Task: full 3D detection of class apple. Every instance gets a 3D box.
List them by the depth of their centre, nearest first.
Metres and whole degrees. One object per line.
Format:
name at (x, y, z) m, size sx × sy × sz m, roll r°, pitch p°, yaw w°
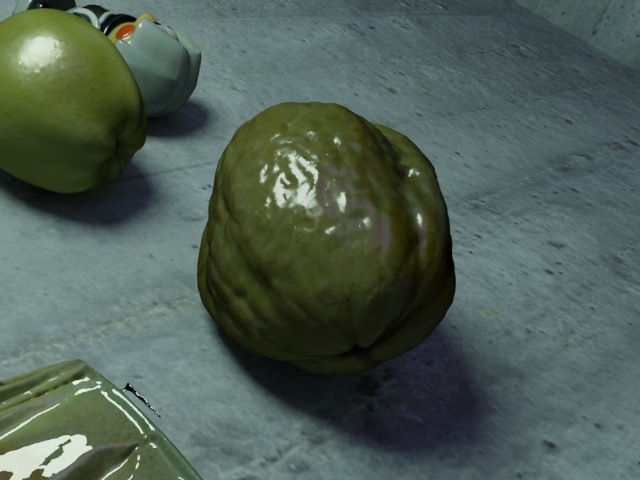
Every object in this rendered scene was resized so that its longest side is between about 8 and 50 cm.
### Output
apple at (-0.287, -0.148, 0.824) m, size 0.199 × 0.200 × 0.200 m, roll 15°, pitch 34°, yaw -10°

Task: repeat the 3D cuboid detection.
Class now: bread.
bread at (-0.136, 0.189, 0.405) m, size 0.109 × 0.210 × 0.192 m, roll -23°, pitch 54°, yaw -42°

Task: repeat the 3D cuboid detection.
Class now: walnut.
walnut at (0.000, 0.000, 0.737) m, size 0.227 × 0.282 × 0.283 m, roll 52°, pitch 6°, yaw -47°

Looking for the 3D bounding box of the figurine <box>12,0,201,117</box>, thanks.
figurine at (-0.276, -0.252, 1.023) m, size 0.236 × 0.133 × 0.176 m, roll 24°, pitch 14°, yaw 13°
